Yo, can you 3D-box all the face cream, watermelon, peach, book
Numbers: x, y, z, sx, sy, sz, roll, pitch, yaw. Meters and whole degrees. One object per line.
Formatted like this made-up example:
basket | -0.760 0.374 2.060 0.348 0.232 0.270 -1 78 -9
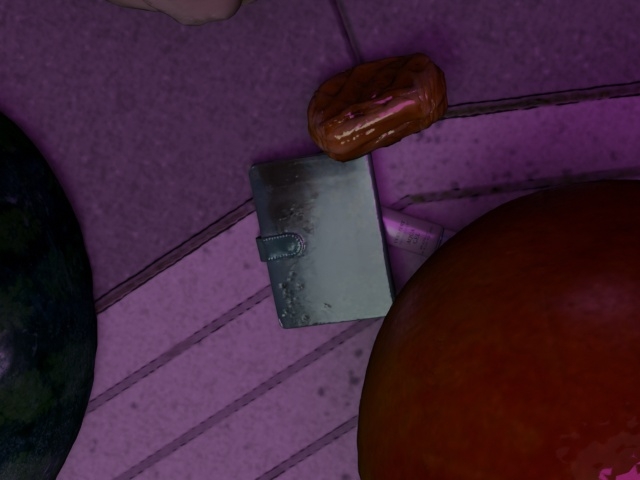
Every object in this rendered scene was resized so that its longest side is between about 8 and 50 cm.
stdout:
face cream | 0.054 -0.010 1.081 0.115 0.020 0.038 19 106 0
watermelon | -0.293 0.097 0.999 0.319 0.222 0.292 -40 95 6
peach | 0.227 0.141 0.941 0.388 0.388 0.388 0 101 -1
book | 0.000 0.000 1.073 0.103 0.017 0.135 -8 103 13

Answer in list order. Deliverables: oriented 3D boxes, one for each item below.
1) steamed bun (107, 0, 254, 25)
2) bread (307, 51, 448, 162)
steamed bun | -0.080 -0.301 0.912 0.394 0.237 0.347 -8 73 32
bread | 0.042 -0.102 1.032 0.110 0.083 0.044 -22 125 9
